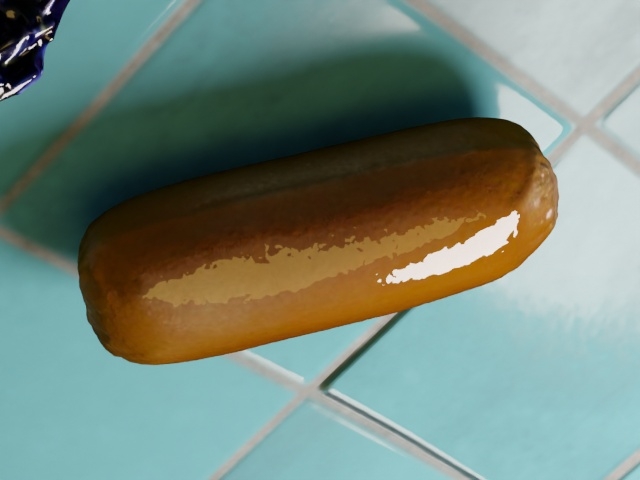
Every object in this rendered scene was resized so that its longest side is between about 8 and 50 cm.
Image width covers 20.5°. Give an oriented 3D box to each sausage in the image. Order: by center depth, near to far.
[{"bbox_3d":[0.000,-0.001,0.995,0.274,0.105,0.105,-14,130,-6],"label":"sausage"}]

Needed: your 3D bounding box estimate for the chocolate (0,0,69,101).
[{"bbox_3d":[-0.201,-0.070,0.804,0.343,0.126,0.148,-42,176,-14],"label":"chocolate"}]
